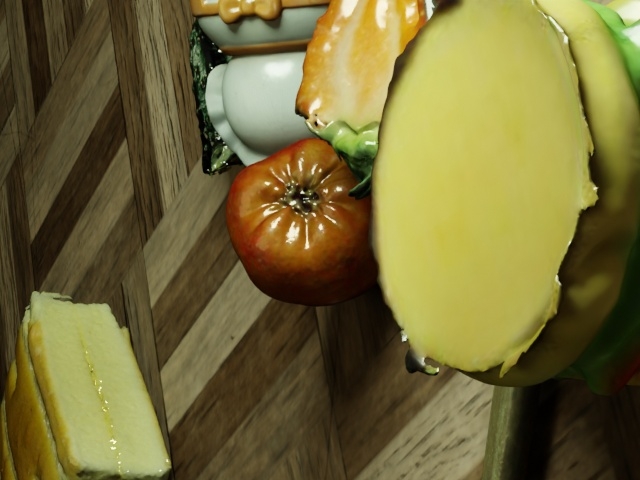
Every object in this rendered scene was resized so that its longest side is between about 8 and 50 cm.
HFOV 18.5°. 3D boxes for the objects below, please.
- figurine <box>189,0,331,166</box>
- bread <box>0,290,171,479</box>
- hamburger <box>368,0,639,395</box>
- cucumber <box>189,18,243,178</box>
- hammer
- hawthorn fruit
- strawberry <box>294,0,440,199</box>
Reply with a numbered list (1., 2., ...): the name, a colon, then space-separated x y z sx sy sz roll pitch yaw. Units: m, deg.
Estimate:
1. figurine: -0.031 -0.150 1.480 0.143 0.143 0.271 161 112 -64
2. bread: -0.248 0.213 1.922 0.246 0.111 0.239 -111 35 -44
3. hamburger: 0.140 -0.030 1.061 0.237 0.149 0.237 -16 71 61
4. cucumber: -0.087 -0.132 1.693 0.053 0.053 0.181 128 140 -51
5. hammer: 0.110 0.203 1.237 0.111 0.043 0.365 -149 63 -61
6. hawthorn fruit: -0.001 -0.012 1.420 0.125 0.140 0.125 -1 88 32
7. strawberry: 0.054 -0.114 1.322 0.140 0.085 0.192 -45 42 22
